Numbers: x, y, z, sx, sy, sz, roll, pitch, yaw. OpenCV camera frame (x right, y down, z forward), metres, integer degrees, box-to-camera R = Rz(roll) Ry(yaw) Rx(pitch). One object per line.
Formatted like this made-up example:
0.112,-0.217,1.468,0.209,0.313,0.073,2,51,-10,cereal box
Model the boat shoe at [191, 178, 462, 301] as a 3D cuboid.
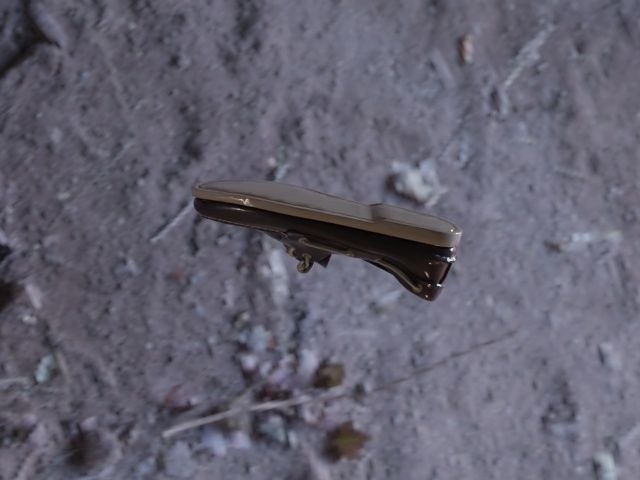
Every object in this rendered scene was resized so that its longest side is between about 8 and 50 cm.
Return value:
0.000,0.000,1.226,0.206,0.075,0.065,11,105,1,boat shoe
